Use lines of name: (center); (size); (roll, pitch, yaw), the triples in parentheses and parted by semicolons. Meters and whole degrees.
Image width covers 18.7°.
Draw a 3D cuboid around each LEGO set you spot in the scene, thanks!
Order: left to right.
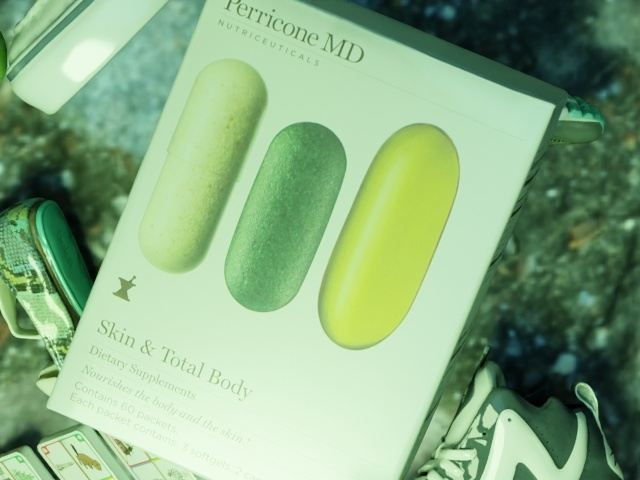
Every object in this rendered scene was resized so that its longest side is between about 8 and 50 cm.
LEGO set: (-0.085, 0.207, 1.245); (0.182, 0.060, 0.244); (-24, 106, 45)

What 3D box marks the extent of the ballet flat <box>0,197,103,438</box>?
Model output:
ballet flat: (-0.162, 0.062, 1.243); (0.070, 0.070, 0.188); (-23, 101, -2)

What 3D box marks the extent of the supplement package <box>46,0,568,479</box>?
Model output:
supplement package: (0.000, 0.000, 1.123); (0.199, 0.198, 0.262); (23, 99, 6)

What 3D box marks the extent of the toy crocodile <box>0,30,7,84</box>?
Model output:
toy crocodile: (-0.317, -0.011, 1.176); (0.105, 0.115, 0.340); (35, 95, -12)

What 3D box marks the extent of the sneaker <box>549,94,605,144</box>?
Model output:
sneaker: (0.100, -0.058, 1.248); (0.167, 0.065, 0.076); (-3, 107, 3)

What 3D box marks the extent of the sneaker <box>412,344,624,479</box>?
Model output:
sneaker: (0.083, 0.148, 1.270); (0.235, 0.094, 0.153); (-7, 93, 3)

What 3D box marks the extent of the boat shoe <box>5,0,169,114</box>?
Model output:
boat shoe: (-0.101, -0.257, 1.145); (0.156, 0.136, 0.367); (37, 92, -12)
